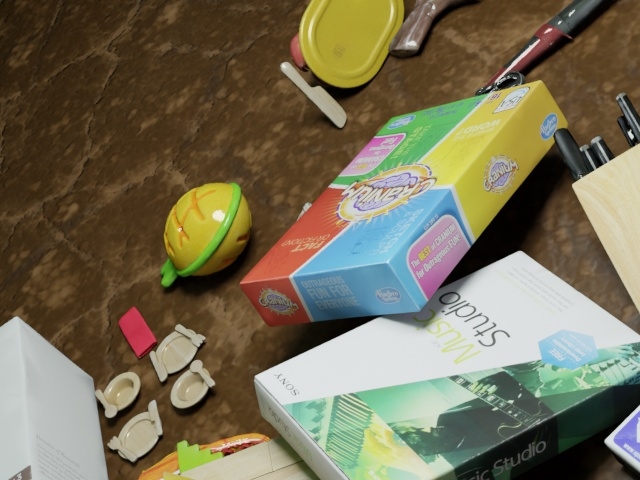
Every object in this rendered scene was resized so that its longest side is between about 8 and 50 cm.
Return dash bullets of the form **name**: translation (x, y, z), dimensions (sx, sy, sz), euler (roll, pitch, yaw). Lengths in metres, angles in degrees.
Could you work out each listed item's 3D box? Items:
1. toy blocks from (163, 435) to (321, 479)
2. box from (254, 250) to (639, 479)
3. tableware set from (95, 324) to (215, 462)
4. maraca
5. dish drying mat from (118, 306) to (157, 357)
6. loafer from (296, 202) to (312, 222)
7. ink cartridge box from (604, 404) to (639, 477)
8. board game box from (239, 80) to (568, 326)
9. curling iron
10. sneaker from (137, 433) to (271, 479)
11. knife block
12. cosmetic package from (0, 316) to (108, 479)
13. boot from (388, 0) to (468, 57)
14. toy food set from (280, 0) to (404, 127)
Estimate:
- **toy blocks**: translation (0.016, 0.296, 1.300), dimensions (0.261, 0.190, 0.381), euler (-21, 33, 4)
- **box**: translation (0.129, 0.137, 1.331), dimensions (0.322, 0.058, 0.232), euler (-25, 35, -19)
- **tableware set**: translation (-0.196, 0.179, 1.678), dimensions (0.169, 0.020, 0.141), euler (-40, 39, -1)
- **maraca**: translation (-0.150, -0.006, 1.761), dimensions (0.186, 0.099, 0.127), euler (-33, 29, 52)
- **dish drying mat**: translation (-0.231, 0.116, 1.775), dimensions (0.032, 0.008, 0.083), euler (-42, 40, 0)
- **loafer**: translation (0.000, 0.000, 1.678), dimensions (0.039, 0.045, 0.125), euler (-51, 30, 14)
- **ink cartridge box**: translation (0.386, 0.161, 1.209), dimensions (0.208, 0.045, 0.206), euler (-45, 39, -4)
- **board game box**: translation (0.091, -0.039, 1.517), dimensions (0.242, 0.064, 0.316), euler (-10, 31, 49)
- **curling iron**: translation (0.286, -0.240, 1.674), dimensions (0.274, 0.035, 0.068), euler (-44, 43, -3)
- **sneaker**: translation (-0.131, 0.242, 1.536), dimensions (0.175, 0.064, 0.067), euler (-23, 32, 17)
- **knife block**: translation (0.306, -0.020, 1.411), dimensions (0.242, 0.088, 0.275), euler (7, 59, 43)
- **cosmetic package**: translation (-0.362, 0.298, 1.592), dimensions (0.217, 0.156, 0.385), euler (-35, 40, 10)
- **boot**: translation (0.145, -0.284, 1.825), dimensions (0.106, 0.037, 0.114), euler (-3, 48, 54)
- **toy food set**: translation (0.019, -0.265, 1.854), dimensions (0.218, 0.128, 0.071), euler (-61, 22, -16)
